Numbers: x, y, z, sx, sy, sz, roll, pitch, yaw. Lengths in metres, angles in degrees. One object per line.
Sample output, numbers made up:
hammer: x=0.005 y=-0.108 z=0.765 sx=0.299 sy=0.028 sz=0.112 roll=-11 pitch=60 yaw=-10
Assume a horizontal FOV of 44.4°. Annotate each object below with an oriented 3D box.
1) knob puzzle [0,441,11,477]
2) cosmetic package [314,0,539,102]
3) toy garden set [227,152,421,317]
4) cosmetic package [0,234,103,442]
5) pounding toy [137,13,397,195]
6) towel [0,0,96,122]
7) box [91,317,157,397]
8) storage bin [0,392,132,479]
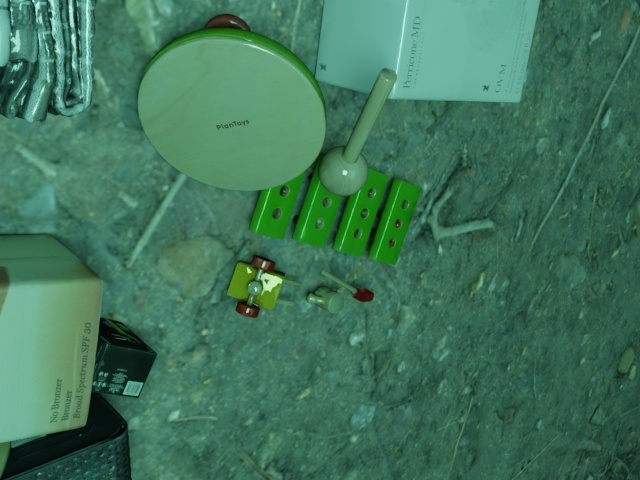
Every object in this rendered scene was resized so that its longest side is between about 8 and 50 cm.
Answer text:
knob puzzle: x=-0.346 y=0.193 z=0.631 sx=0.213 sy=0.213 sz=0.029 roll=-8 pitch=111 yaw=-39
cosmetic package: x=0.130 y=-0.278 z=0.891 sx=0.225 sy=0.138 sz=0.224 roll=-7 pitch=112 yaw=-38
toy garden set: x=0.000 y=0.000 z=0.958 sx=0.244 sy=0.049 sz=0.203 roll=14 pitch=96 yaw=-44
cosmetic package: x=-0.344 y=0.085 z=0.632 sx=0.296 sy=0.129 sz=0.153 roll=-4 pitch=111 yaw=-40
pounding toy: x=-0.055 y=-0.147 z=0.788 sx=0.237 sy=0.110 sz=0.183 roll=10 pitch=137 yaw=-4
towel: x=-0.238 y=-0.223 z=0.525 sx=0.121 sy=0.235 sz=0.283 roll=-12 pitch=116 yaw=-44
box: x=-0.216 y=0.115 z=0.788 sx=0.062 sy=0.083 sz=0.052 roll=21 pitch=94 yaw=-45
storage bin: x=-0.283 y=0.217 z=0.746 sx=0.180 sy=0.122 sz=0.084 roll=-17 pitch=118 yaw=-36
